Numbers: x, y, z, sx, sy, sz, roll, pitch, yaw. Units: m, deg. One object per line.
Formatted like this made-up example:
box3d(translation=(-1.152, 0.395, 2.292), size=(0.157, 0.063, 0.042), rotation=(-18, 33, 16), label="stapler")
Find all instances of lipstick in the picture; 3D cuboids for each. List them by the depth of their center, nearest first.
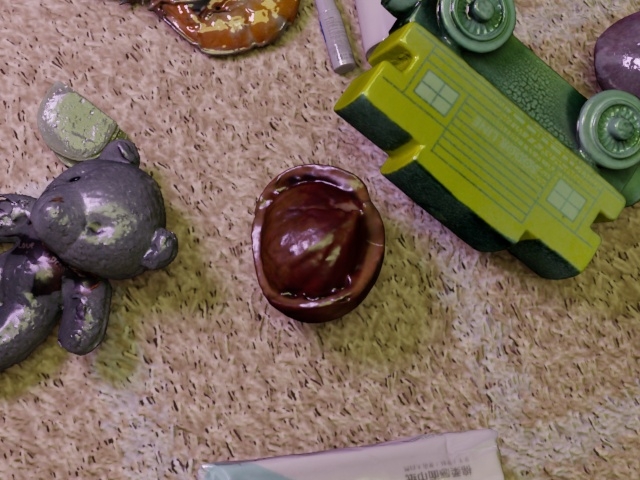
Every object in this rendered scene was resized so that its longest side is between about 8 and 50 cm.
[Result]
box3d(translation=(0.078, -0.418, 1.407), size=(0.087, 0.087, 0.327), rotation=(-7, 76, -6), label="lipstick")

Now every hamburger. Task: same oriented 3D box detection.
box3d(translation=(-0.328, -0.145, 1.325), size=(0.121, 0.054, 0.084), rotation=(34, 74, -3), label="hamburger")

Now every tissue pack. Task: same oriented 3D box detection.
box3d(translation=(0.043, 0.371, 1.144), size=(0.356, 0.194, 0.266), rotation=(-7, 75, -6), label="tissue pack")

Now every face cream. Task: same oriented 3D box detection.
box3d(translation=(0.017, -0.302, 1.399), size=(0.034, 0.034, 0.130), rotation=(-14, 78, -8), label="face cream")

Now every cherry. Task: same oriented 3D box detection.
box3d(translation=(0.469, -0.242, 1.368), size=(0.176, 0.140, 0.176), rotation=(-7, 67, 18), label="cherry")

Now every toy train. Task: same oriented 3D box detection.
box3d(translation=(0.221, -0.141, 1.267), size=(0.442, 0.179, 0.272), rotation=(37, 80, -12), label="toy train")

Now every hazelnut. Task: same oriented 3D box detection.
box3d(translation=(-0.008, 0.003, 1.255), size=(0.170, 0.160, 0.202), rotation=(-20, 83, -8), label="hazelnut")

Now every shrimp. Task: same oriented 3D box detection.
box3d(translation=(-0.182, -0.338, 1.383), size=(0.316, 0.062, 0.164), rotation=(-2, 81, -6), label="shrimp")

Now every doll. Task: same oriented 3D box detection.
box3d(translation=(-0.338, 0.024, 1.224), size=(0.340, 0.158, 0.246), rotation=(-33, 68, -9), label="doll")
